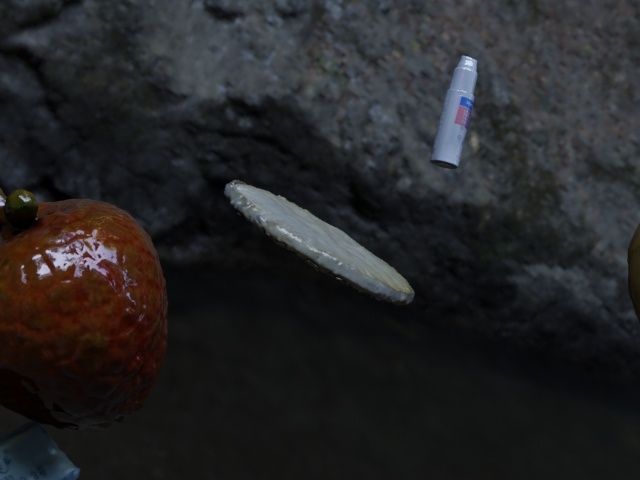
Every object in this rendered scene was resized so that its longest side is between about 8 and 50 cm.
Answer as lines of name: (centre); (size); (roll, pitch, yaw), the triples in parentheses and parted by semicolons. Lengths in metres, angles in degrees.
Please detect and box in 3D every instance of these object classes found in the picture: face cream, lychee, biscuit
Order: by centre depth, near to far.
biscuit: (0.000, 0.000, 0.839); (0.152, 0.020, 0.152); (31, 8, -5)
lychee: (-0.274, 0.053, 1.260); (0.255, 0.300, 0.255); (-9, 14, 2)
face cream: (0.154, -0.148, 1.400); (0.034, 0.130, 0.034); (13, -9, 2)

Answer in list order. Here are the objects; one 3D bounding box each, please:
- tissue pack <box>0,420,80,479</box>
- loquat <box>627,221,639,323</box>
tissue pack: (-0.432, 0.339, 1.335); (0.103, 0.316, 0.228); (50, 31, 6)
loquat: (0.500, 0.038, 1.462); (0.263, 0.263, 0.263); (29, 24, -15)
